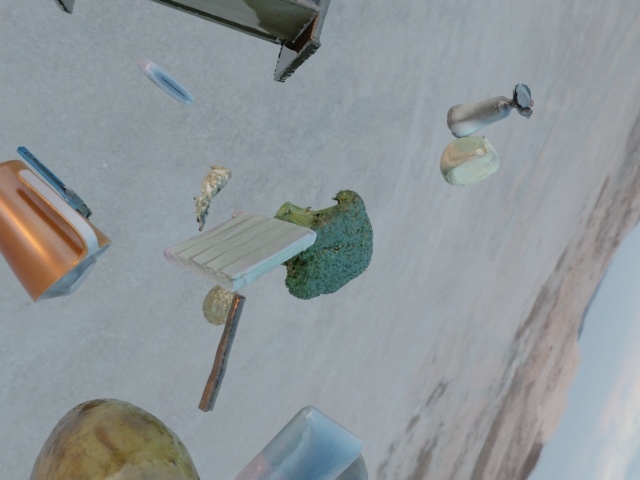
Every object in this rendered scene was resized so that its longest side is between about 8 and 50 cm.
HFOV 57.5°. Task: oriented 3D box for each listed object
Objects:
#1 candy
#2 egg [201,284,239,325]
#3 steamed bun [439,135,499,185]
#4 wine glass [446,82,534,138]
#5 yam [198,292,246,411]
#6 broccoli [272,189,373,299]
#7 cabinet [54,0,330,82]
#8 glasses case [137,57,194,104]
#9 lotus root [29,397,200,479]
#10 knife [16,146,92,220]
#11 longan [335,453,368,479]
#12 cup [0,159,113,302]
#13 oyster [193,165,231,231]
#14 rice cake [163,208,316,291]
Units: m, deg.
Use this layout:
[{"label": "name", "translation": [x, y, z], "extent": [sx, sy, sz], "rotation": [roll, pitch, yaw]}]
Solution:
[{"label": "candy", "translation": [-0.033, 0.336, 0.875], "extent": [0.174, 0.071, 0.138], "rotation": [-47, 122, 1]}, {"label": "egg", "translation": [-0.288, 0.187, 1.707], "extent": [0.140, 0.118, 0.116], "rotation": [-40, 167, 34]}, {"label": "steamed bun", "translation": [0.334, -0.183, 1.326], "extent": [0.112, 0.130, 0.091], "rotation": [44, 28, -47]}, {"label": "wine glass", "translation": [0.331, -0.252, 1.146], "extent": [0.072, 0.155, 0.072], "rotation": [10, 75, -42]}, {"label": "yam", "translation": [-0.263, 0.304, 1.578], "extent": [0.045, 0.045, 0.327], "rotation": [17, 91, -39]}, {"label": "broccoli", "translation": [0.000, 0.000, 1.487], "extent": [0.308, 0.275, 0.308], "rotation": [-51, 174, -7]}, {"label": "cabinet", "translation": [-0.065, -0.240, 0.373], "extent": [0.148, 0.174, 0.215], "rotation": [-152, -102, -75]}, {"label": "glasses case", "translation": [-0.388, -0.400, 1.474], "extent": [0.045, 0.067, 0.178], "rotation": [-52, 147, 2]}, {"label": "lotus root", "translation": [-0.165, 0.192, 0.459], "extent": [0.138, 0.214, 0.138], "rotation": [-12, 113, -29]}, {"label": "knife", "translation": [-0.792, -0.172, 1.744], "extent": [0.026, 0.296, 0.044], "rotation": [-38, -170, 37]}, {"label": "longan", "translation": [0.002, 0.529, 1.326], "extent": [0.197, 0.220, 0.196], "rotation": [-57, 171, -14]}, {"label": "cup", "translation": [-0.531, -0.026, 1.111], "extent": [0.226, 0.264, 0.182], "rotation": [-32, -169, 43]}, {"label": "oyster", "translation": [-0.271, -0.113, 1.443], "extent": [0.106, 0.061, 0.200], "rotation": [106, -4, -71]}, {"label": "rice cake", "translation": [-0.138, 0.010, 1.012], "extent": [0.198, 0.189, 0.037], "rotation": [-39, 136, -45]}]
